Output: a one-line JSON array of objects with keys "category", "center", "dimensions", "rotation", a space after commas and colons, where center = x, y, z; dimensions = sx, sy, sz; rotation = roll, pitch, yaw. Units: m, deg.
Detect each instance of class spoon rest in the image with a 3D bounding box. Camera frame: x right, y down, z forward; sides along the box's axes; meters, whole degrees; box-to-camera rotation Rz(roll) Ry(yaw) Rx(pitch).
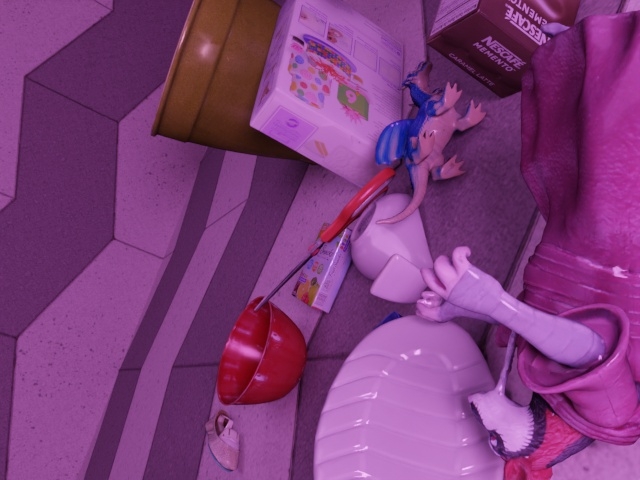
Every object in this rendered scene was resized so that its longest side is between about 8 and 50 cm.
[{"category": "spoon rest", "center": [0.097, 0.014, 0.759], "dimensions": [0.137, 0.084, 0.276], "rotation": [-57, 11, 15]}]

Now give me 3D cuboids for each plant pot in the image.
[{"category": "plant pot", "center": [-0.123, -0.326, 1.170], "dimensions": [0.366, 0.353, 0.366], "rotation": [-160, 90, -73]}]

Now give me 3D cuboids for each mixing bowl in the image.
[{"category": "mixing bowl", "center": [-0.085, 0.192, 0.916], "dimensions": [0.181, 0.098, 0.181], "rotation": [-48, 28, 36]}]

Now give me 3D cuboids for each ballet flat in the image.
[{"category": "ballet flat", "center": [-0.174, 0.351, 1.005], "dimensions": [0.052, 0.057, 0.168], "rotation": [-56, 23, -6]}]

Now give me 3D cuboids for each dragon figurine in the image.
[{"category": "dragon figurine", "center": [0.136, -0.130, 0.784], "dimensions": [0.144, 0.085, 0.289], "rotation": [-7, 57, 65]}]

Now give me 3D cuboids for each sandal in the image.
[{"category": "sandal", "center": [0.076, 0.260, 0.487], "dimensions": [0.102, 0.169, 0.416], "rotation": [79, -166, -52]}]

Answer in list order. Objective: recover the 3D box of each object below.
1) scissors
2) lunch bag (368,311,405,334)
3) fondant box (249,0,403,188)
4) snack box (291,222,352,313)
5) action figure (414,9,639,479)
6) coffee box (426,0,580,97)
[{"category": "scissors", "center": [0.000, 0.000, 0.840], "dimensions": [0.297, 0.021, 0.109], "rotation": [-42, -8, -3]}, {"category": "lunch bag", "center": [0.092, 0.136, 0.637], "dimensions": [0.067, 0.065, 0.098], "rotation": [-52, 25, 27]}, {"category": "fondant box", "center": [0.026, -0.280, 0.978], "dimensions": [0.096, 0.238, 0.330], "rotation": [-40, 33, 44]}, {"category": "snack box", "center": [0.009, 0.043, 0.943], "dimensions": [0.141, 0.037, 0.100], "rotation": [-65, 24, -3]}, {"category": "action figure", "center": [0.214, 0.026, 0.419], "dimensions": [0.248, 0.276, 0.370], "rotation": [-28, -52, -78]}, {"category": "coffee box", "center": [0.243, -0.326, 0.688], "dimensions": [0.098, 0.141, 0.246], "rotation": [-6, 63, 63]}]
